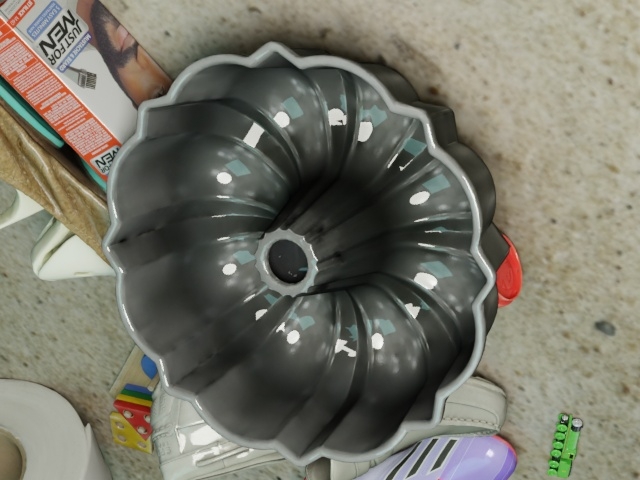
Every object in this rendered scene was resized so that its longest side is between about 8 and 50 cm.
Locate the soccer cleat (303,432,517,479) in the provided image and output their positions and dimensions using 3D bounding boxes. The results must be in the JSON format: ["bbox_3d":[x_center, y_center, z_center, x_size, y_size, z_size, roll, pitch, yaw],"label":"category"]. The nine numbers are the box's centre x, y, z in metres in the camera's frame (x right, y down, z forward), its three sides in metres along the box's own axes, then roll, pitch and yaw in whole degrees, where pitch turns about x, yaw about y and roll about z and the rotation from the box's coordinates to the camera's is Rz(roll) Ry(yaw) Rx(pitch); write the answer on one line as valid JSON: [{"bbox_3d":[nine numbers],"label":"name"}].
[{"bbox_3d":[0.078,0.238,1.480,0.248,0.095,0.083,-15,122,38],"label":"soccer cleat"}]

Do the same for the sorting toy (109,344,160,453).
[{"bbox_3d":[-0.149,0.171,1.573,0.132,0.046,0.274,31,139,-3],"label":"sorting toy"}]

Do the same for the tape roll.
[{"bbox_3d":[-0.363,0.278,1.619,0.286,0.286,0.100,6,133,24],"label":"tape roll"}]

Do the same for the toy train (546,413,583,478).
[{"bbox_3d":[0.222,0.188,1.411,0.024,0.017,0.083,10,136,6],"label":"toy train"}]

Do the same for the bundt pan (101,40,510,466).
[{"bbox_3d":[0.000,0.000,1.209,0.331,0.124,0.330,9,110,25],"label":"bundt pan"}]

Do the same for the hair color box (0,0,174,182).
[{"bbox_3d":[-0.195,-0.140,1.258,0.053,0.093,0.167,-23,118,42],"label":"hair color box"}]

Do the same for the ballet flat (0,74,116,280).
[{"bbox_3d":[-0.236,-0.042,1.315,0.342,0.116,0.124,38,99,-30],"label":"ballet flat"}]

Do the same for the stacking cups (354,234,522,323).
[{"bbox_3d":[0.029,0.059,1.344,0.316,0.096,0.096,-14,123,33],"label":"stacking cups"}]

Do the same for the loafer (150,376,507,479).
[{"bbox_3d":[0.011,0.168,1.355,0.320,0.111,0.112,0,161,-12],"label":"loafer"}]
